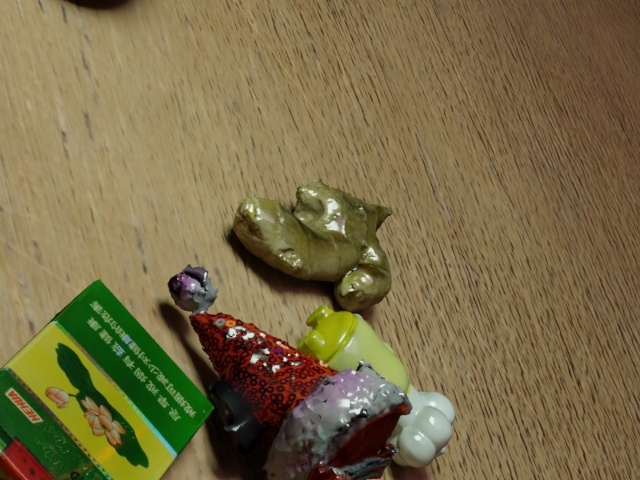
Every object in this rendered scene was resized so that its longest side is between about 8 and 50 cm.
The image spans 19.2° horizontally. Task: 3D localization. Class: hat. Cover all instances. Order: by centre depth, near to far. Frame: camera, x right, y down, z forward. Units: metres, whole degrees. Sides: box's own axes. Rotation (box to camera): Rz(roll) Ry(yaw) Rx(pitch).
[{"bbox_3d":[-0.042,0.108,1.424,0.227,0.129,0.140,43,37,16],"label":"hat"}]

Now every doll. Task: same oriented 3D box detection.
[{"bbox_3d":[0.048,0.124,1.581,0.162,0.062,0.106,44,30,-13],"label":"doll"}]

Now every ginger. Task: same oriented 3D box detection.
[{"bbox_3d":[-0.006,-0.009,1.679,0.214,0.059,0.133,23,45,-42],"label":"ginger"}]

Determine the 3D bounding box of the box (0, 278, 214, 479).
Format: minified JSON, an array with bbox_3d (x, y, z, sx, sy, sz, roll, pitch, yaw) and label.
[{"bbox_3d":[-0.159,0.121,1.275,0.132,0.034,0.235,49,24,-6],"label":"box"}]
